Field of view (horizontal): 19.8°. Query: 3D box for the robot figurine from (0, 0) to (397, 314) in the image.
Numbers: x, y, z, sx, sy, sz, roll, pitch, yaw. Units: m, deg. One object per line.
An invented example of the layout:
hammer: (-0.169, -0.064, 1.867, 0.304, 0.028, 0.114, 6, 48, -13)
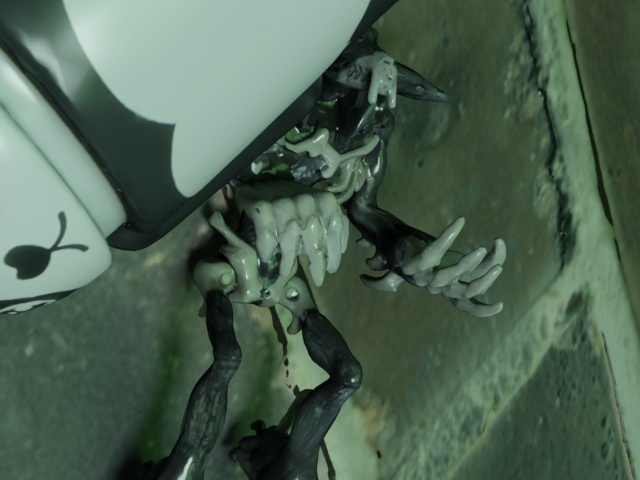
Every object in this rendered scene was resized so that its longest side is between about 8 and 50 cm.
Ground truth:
robot figurine: (-0.072, -0.101, 0.620, 0.278, 0.173, 0.209, -44, 105, -10)

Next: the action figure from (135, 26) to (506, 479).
action figure: (0.000, 0.000, 0.802, 0.164, 0.141, 0.276, 7, 97, -40)
